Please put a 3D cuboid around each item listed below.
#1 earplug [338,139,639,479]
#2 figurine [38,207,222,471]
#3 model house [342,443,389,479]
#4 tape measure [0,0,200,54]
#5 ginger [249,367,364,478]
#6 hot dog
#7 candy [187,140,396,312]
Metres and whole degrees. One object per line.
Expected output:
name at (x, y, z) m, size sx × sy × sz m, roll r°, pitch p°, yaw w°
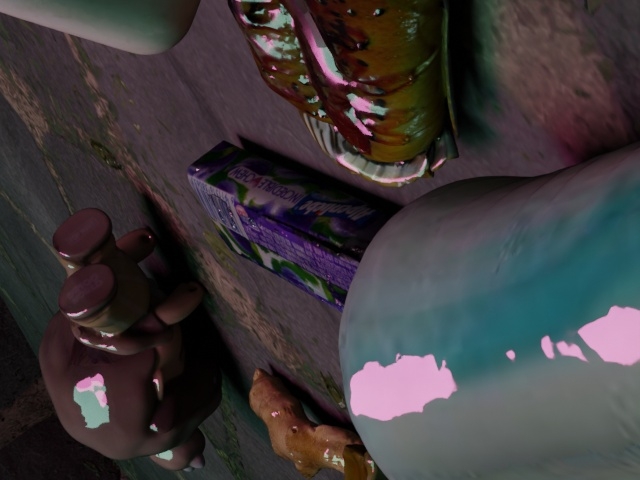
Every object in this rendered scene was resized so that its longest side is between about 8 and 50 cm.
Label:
earplug at (0.155, 0.033, 0.557) m, size 0.185 × 0.185 × 0.324 m, roll 55°, pitch 156°, yaw -6°
figurine at (-0.233, 0.121, 1.599) m, size 0.248 × 0.203 × 0.380 m, roll 48°, pitch 160°, yaw 28°
model house at (0.119, 0.251, 1.063) m, size 0.268 × 0.173 × 0.239 m, roll 60°, pitch 169°, yaw 0°
tape measure at (-0.200, -0.210, 0.863) m, size 0.265 × 0.130 × 0.258 m, roll 14°, pitch -172°, yaw -26°
ginger at (-0.010, 0.214, 1.428) m, size 0.288 × 0.075 × 0.089 m, roll 36°, pitch 133°, yaw 54°
hot dog at (0.003, -0.136, 0.738) m, size 0.162 × 0.082 × 0.270 m, roll 43°, pitch 161°, yaw 33°
candy at (0.000, 0.000, 1.027) m, size 0.312 × 0.061 × 0.088 m, roll 28°, pitch 150°, yaw 55°
